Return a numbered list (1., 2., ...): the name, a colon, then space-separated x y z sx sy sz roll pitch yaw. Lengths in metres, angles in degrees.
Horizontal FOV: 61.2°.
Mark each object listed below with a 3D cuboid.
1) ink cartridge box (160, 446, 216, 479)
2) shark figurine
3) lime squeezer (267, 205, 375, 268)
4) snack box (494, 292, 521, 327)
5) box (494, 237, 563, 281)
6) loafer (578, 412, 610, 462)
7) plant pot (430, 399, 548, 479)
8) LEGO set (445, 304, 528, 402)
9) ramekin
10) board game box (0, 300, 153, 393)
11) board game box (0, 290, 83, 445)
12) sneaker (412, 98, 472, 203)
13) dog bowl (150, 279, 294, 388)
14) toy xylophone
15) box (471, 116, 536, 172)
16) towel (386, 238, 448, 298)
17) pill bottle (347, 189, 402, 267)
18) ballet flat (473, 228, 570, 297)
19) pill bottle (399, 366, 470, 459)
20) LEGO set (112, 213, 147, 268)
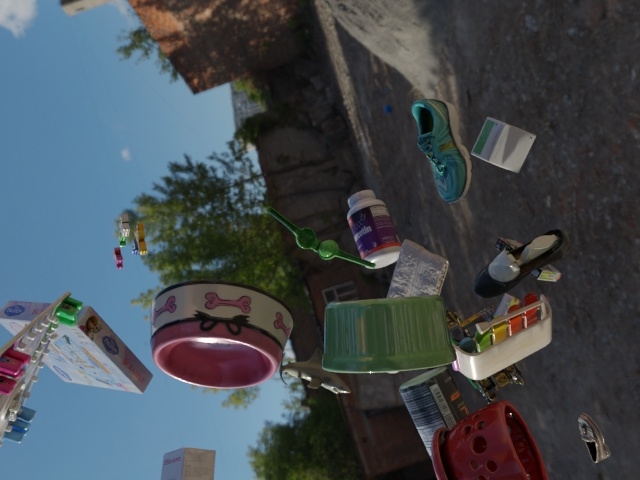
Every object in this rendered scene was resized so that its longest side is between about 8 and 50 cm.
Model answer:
1. ink cartridge box: -0.479 0.908 1.913 0.131 0.226 0.306 18 -123 -30
2. shark figurine: -0.040 0.393 1.709 0.278 0.116 0.166 25 177 -32
3. lime squeezer: 0.000 0.000 1.425 0.059 0.310 0.110 -60 -2 -32
4. snack box: 0.691 0.273 2.029 0.037 0.141 0.100 30 -176 39
5. box: 0.692 0.063 1.809 0.207 0.114 0.036 49 124 48
6. loafer: 0.598 0.438 1.192 0.125 0.039 0.045 57 170 -15
7. plant pot: 0.327 0.435 1.063 0.191 0.174 0.191 44 -153 -29
8. LEGO set: 0.550 0.350 1.819 0.331 0.192 0.255 59 179 7
9. ramekin: 0.149 0.206 1.234 0.303 0.303 0.148 56 -151 -82
10. board game box: -0.672 0.294 1.491 0.066 0.318 0.319 -66 -34 -40
11. board game box: -0.645 0.338 1.139 0.050 0.390 0.390 25 -173 -11
12. sneaker: 0.279 -0.215 1.296 0.107 0.110 0.275 -34 61 49
13. dog bowl: -0.281 0.279 1.504 0.408 0.408 0.150 69 -161 -50
14. toy xylophone: 0.501 0.249 1.461 0.081 0.322 0.236 -123 17 -50
15. box: 0.448 -0.234 1.330 0.101 0.102 0.087 -69 24 17
16. towel: 0.324 0.153 1.861 0.187 0.049 0.282 31 121 38
17. pill bottle: 0.228 -0.051 2.366 0.181 0.181 0.323 65 -175 -70
18. ballet flat: 0.521 0.048 1.418 0.095 0.280 0.096 59 -179 37
19. pill bottle: 0.294 0.436 1.277 0.130 0.130 0.246 60 -175 -79
20. LEGO set: -0.605 0.019 1.745 0.227 0.087 0.093 -57 48 46
